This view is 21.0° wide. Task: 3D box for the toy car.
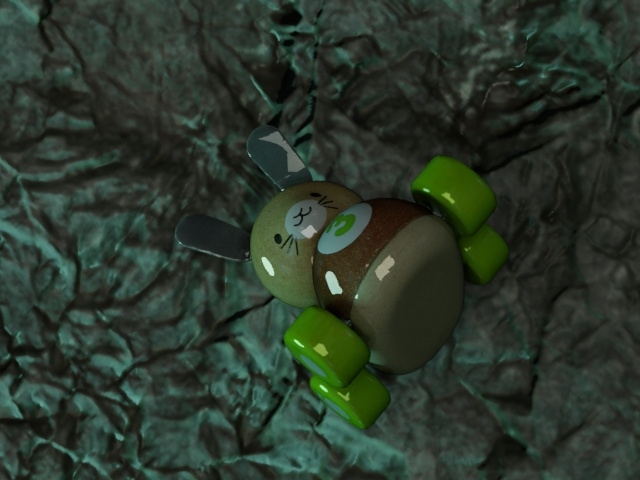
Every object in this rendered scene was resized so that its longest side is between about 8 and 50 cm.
[{"bbox_3d":[0.000,0.000,1.125,0.188,0.149,0.155,34,76,25],"label":"toy car"}]
